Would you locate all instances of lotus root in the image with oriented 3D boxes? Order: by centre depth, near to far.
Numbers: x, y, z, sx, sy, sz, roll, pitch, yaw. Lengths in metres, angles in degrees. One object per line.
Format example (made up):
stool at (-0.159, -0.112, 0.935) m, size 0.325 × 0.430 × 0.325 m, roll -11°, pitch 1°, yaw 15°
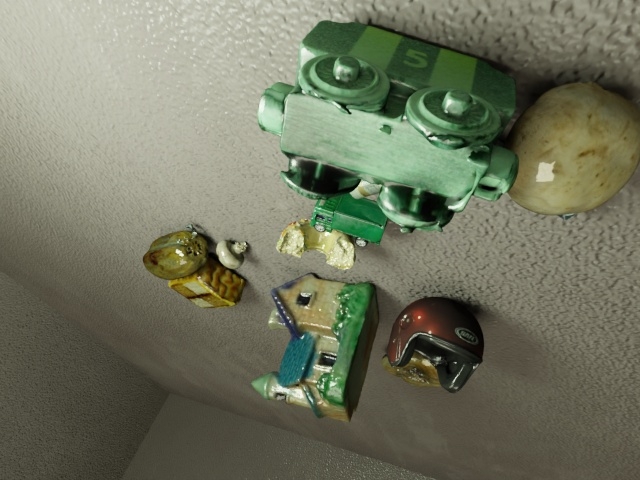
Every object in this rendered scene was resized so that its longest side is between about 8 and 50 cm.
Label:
lotus root at (-0.401, 0.042, 1.169) m, size 0.241 × 0.124 × 0.123 m, roll -13°, pitch 130°, yaw 42°

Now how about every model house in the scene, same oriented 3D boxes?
model house at (-0.024, 0.261, 1.072) m, size 0.280 × 0.312 × 0.245 m, roll 9°, pitch 146°, yaw 18°

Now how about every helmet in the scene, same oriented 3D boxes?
helmet at (0.259, 0.224, 0.946) m, size 0.189 × 0.193 × 0.216 m, roll 28°, pitch 157°, yaw -12°

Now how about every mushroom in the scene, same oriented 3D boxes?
mushroom at (0.304, -0.112, 0.521) m, size 0.166 × 0.127 × 0.166 m, roll -9°, pitch 132°, yaw -10°
mushroom at (-0.227, 0.029, 1.102) m, size 0.079 × 0.085 × 0.085 m, roll -37°, pitch 119°, yaw 14°

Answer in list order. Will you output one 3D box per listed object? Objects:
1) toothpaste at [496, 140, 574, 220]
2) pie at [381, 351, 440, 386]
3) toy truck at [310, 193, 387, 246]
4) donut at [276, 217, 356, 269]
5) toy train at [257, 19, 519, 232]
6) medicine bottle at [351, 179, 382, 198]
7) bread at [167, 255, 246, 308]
toothpaste at (0.301, -0.098, 0.621) m, size 0.196 × 0.040 × 0.047 m, roll 28°, pitch 142°, yaw -6°
pie at (0.297, 0.382, 1.268) m, size 0.218 × 0.052 × 0.185 m, roll 31°, pitch 140°, yaw -13°
toy truck at (0.056, -0.043, 0.825) m, size 0.147 × 0.065 × 0.079 m, roll 17°, pitch 143°, yaw 10°
donut at (-0.002, -0.003, 0.887) m, size 0.166 × 0.108 × 0.065 m, roll 13°, pitch 121°, yaw 2°
toy train at (0.087, -0.148, 0.506) m, size 0.299 × 0.238 × 0.166 m, roll 20°, pitch 139°, yaw 4°
medicine bottle at (0.093, -0.103, 0.736) m, size 0.083 × 0.047 × 0.047 m, roll -13°, pitch 131°, yaw 43°
bread at (-0.347, 0.136, 1.287) m, size 0.222 × 0.096 × 0.181 m, roll -12°, pitch 134°, yaw 44°
